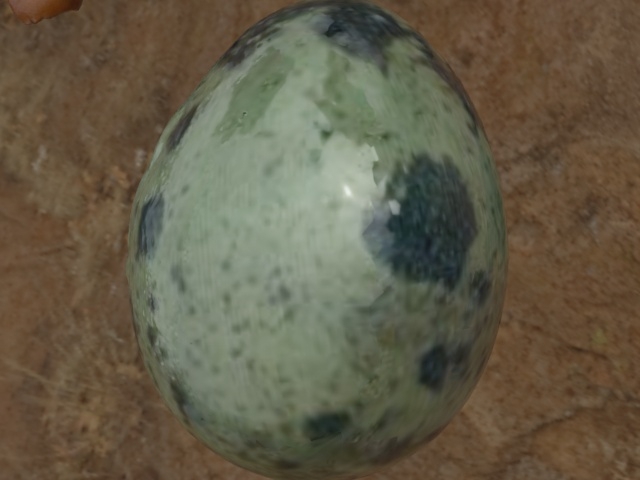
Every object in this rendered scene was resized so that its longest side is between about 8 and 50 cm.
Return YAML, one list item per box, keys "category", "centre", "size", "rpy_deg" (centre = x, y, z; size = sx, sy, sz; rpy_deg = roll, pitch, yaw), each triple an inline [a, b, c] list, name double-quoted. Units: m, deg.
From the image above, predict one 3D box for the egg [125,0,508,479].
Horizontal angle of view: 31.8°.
- category: "egg"
  centre: [0.000, 0.000, 0.418]
  size: [0.141, 0.141, 0.181]
  rpy_deg: [11, 96, 36]

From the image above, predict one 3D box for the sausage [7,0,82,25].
- category: "sausage"
  centre: [-0.256, -0.290, 0.983]
  size: [0.076, 0.076, 0.197]
  rpy_deg: [1, 104, 34]
